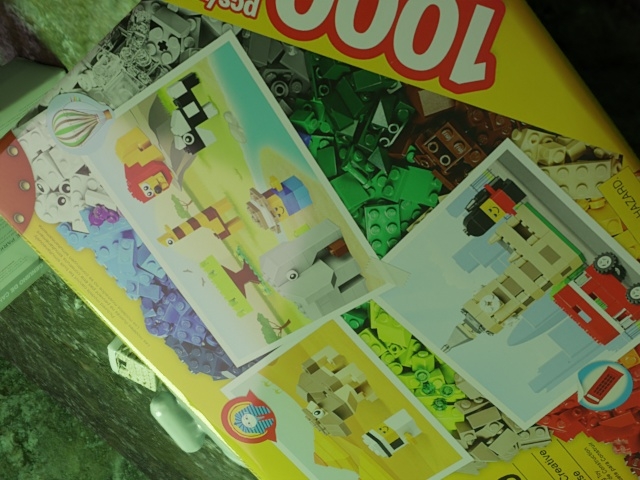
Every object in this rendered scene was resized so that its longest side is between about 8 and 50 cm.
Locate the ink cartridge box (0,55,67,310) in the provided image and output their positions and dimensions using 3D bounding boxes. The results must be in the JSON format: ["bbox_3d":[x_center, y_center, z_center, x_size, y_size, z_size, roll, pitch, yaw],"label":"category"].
[{"bbox_3d":[-0.494,-0.082,1.100,0.130,0.309,0.271,20,141,31],"label":"ink cartridge box"}]

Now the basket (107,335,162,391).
[{"bbox_3d":[-0.319,0.193,1.385,0.103,0.167,0.113,28,146,9],"label":"basket"}]

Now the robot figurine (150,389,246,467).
[{"bbox_3d":[-0.106,0.214,1.089,0.353,0.300,0.199,62,179,-35],"label":"robot figurine"}]

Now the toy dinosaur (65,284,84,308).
[{"bbox_3d":[-0.418,-0.029,1.275,0.160,0.121,0.313,125,128,-65],"label":"toy dinosaur"}]

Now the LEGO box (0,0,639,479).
[{"bbox_3d":[0.054,0.003,0.575,0.373,0.193,0.500,-37,102,19],"label":"LEGO box"}]
